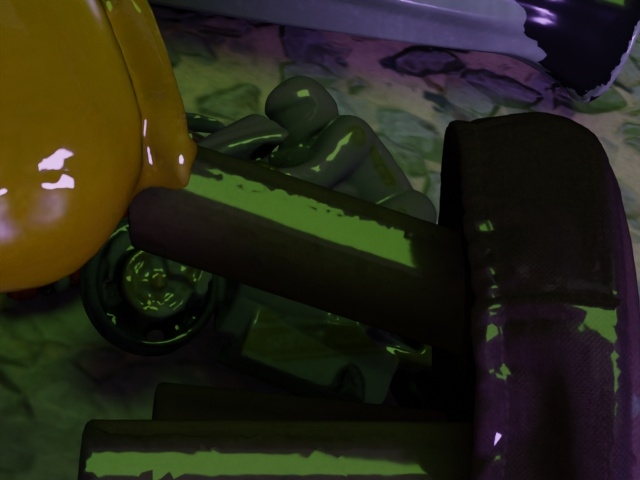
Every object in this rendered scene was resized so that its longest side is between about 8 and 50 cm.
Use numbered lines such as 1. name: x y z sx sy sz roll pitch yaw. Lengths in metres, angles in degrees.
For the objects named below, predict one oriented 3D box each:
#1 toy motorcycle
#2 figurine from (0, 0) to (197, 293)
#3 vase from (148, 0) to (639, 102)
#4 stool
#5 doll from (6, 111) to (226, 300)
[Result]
1. toy motorcycle: 0.000 0.000 0.765 0.225 0.073 0.152 16 76 -22
2. figurine: -0.200 -0.012 0.486 0.326 0.169 0.218 -37 30 -27
3. vase: 0.020 -0.190 0.983 0.360 0.165 0.165 14 40 -14
4. stool: 0.016 0.087 0.598 0.178 0.272 0.272 1 41 0
5. doll: -0.095 -0.013 0.798 0.194 0.062 0.104 -11 37 -24
